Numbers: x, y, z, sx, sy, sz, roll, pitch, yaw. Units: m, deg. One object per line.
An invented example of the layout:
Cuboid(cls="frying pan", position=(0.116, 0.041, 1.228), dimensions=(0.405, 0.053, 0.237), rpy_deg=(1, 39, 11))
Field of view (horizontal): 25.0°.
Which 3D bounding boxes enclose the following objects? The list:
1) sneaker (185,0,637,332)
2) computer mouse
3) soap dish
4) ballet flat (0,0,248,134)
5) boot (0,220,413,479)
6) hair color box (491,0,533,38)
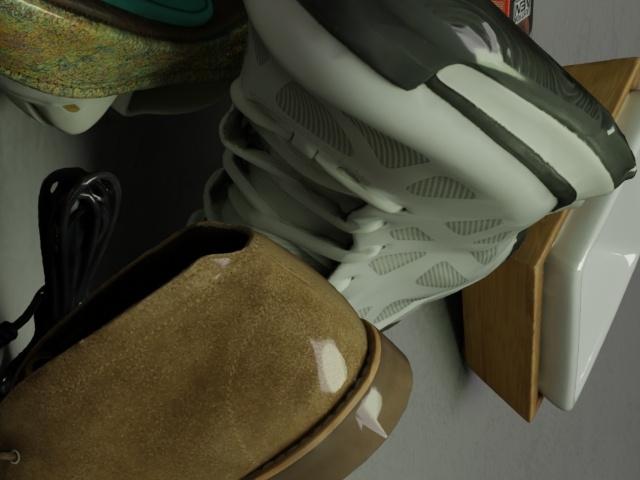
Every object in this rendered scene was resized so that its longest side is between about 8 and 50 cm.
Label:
Cuboid(cls="sneaker", position=(0.001, 0.001, 0.697), dimensions=(0.257, 0.169, 0.447), rpy_deg=(-43, 167, 4))
Cuboid(cls="computer mouse", position=(-0.190, 0.078, 0.617), dimensions=(0.262, 0.060, 0.184), rpy_deg=(-44, 158, -45))
Cuboid(cls="soap dish", position=(0.211, 0.001, 1.298), dimensions=(0.229, 0.118, 0.291), rpy_deg=(-60, 159, -26))
Cuboid(cls="ballet flat", position=(-0.092, -0.107, 0.691), dimensions=(0.348, 0.123, 0.123), rpy_deg=(-18, 116, -60))
Cuboid(cls="boot", position=(-0.115, 0.106, 0.618), dimensions=(0.115, 0.305, 0.112), rpy_deg=(46, 13, -24))
Cuboid(cls="hair color box", position=(0.153, -0.171, 1.251), dimensions=(0.072, 0.043, 0.141), rpy_deg=(-40, 136, -55))
